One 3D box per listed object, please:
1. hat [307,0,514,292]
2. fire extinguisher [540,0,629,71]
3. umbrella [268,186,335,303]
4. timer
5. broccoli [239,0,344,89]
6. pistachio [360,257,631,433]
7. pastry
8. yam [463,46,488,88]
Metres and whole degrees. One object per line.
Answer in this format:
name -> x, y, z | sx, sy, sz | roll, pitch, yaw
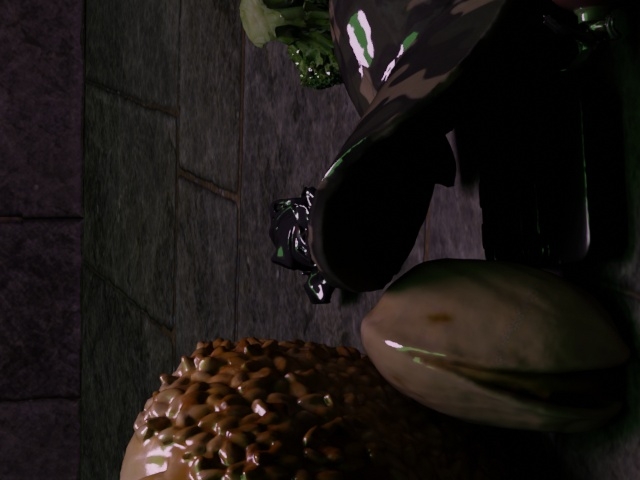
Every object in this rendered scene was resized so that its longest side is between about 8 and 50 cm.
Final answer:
hat -> 0.053, -0.152, 1.713 | 0.257, 0.382, 0.366 | 37, 131, 22
fire extinguisher -> 0.200, -0.243, 1.554 | 0.071, 0.099, 0.231 | -6, 83, 43
umbrella -> 0.001, 0.001, 2.165 | 0.110, 0.122, 0.272 | -50, 7, -14
timer -> 0.191, -0.049, 1.668 | 0.187, 0.055, 0.144 | 171, 95, -67
broccoli -> -0.003, -0.246, 2.095 | 0.195, 0.156, 0.195 | 25, 129, 34
pistachio -> 0.142, 0.087, 1.640 | 0.238, 0.153, 0.137 | 11, 113, 27
pastry -> 0.008, 0.233, 1.715 | 0.245, 0.410, 0.409 | -66, 26, 18
yam -> 0.149, -0.181, 1.841 | 0.107, 0.014, 0.014 | 109, 153, -43
